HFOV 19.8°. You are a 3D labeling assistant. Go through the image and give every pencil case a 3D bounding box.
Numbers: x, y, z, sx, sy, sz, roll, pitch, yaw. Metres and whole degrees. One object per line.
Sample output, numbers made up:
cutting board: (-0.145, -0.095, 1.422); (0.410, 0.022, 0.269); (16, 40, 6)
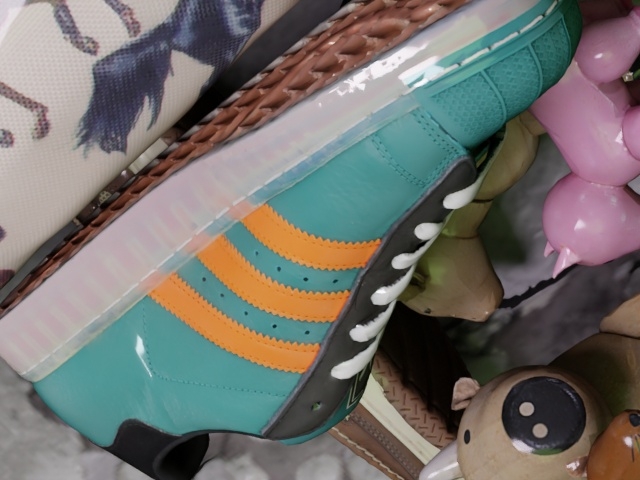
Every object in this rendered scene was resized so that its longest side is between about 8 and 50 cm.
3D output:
pencil case: (-0.115, -0.112, 0.701); (0.410, 0.183, 0.160); (-44, 146, 15)

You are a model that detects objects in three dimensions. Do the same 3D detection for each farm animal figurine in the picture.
farm animal figurine: (0.118, 0.049, 0.788); (0.172, 0.330, 0.327); (-32, 143, 8)

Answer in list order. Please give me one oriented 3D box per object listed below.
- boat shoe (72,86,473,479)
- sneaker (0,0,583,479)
boat shoe: (-0.027, 0.030, 0.841); (0.095, 0.095, 0.257); (-35, 105, 22)
sneaker: (0.000, 0.000, 0.703); (0.121, 0.108, 0.302); (47, 130, -12)
